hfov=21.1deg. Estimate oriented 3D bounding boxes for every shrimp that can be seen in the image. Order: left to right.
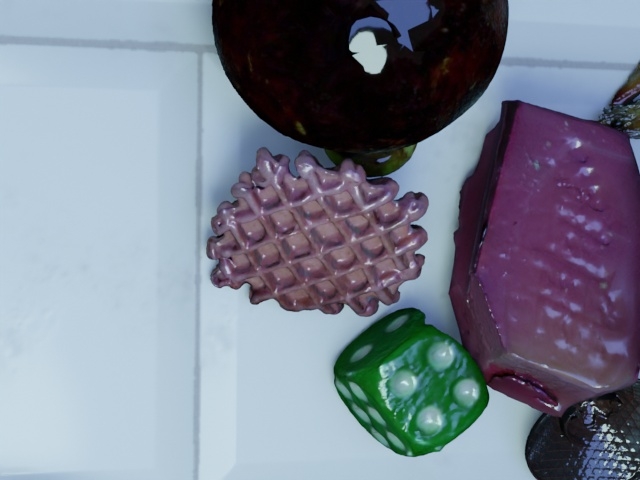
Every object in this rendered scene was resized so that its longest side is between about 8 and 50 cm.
[{"bbox_3d":[0.394,-0.169,2.032,0.190,0.042,0.101,-26,80,-18],"label":"shrimp"}]

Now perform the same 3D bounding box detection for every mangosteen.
[{"bbox_3d":[0.041,-0.221,1.794,0.306,0.359,0.306,-1,66,2],"label":"mangosteen"}]

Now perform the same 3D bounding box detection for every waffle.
[{"bbox_3d":[0.000,0.000,1.811,0.234,0.055,0.221,16,130,-14],"label":"waffle"}]

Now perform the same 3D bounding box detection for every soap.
[{"bbox_3d":[0.254,0.024,1.891,0.220,0.127,0.325,15,73,-4],"label":"soap"}]

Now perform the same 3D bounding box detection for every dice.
[{"bbox_3d":[0.097,0.157,1.877,0.120,0.131,0.128,-40,106,-15],"label":"dice"}]

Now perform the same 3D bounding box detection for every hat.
[{"bbox_3d":[0.321,0.205,1.998,0.193,0.082,0.193,-7,130,-8],"label":"hat"}]
